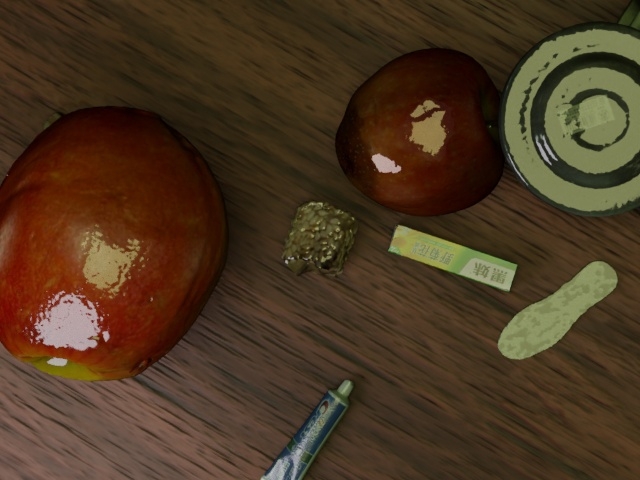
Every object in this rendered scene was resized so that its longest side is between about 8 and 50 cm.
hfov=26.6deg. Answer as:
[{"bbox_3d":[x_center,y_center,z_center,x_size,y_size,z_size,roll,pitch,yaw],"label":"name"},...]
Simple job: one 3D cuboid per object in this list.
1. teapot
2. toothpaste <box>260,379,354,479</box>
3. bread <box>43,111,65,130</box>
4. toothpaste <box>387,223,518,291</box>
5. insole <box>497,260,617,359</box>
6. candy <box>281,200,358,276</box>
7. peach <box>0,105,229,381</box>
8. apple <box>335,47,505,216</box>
[{"bbox_3d":[0.347,-0.198,1.755,0.239,0.239,0.322,2,96,3],"label":"teapot"},{"bbox_3d":[-0.012,0.276,1.894,0.057,0.035,0.197,36,95,19],"label":"toothpaste"},{"bbox_3d":[-0.349,-0.140,1.900,0.109,0.062,0.043,37,94,6],"label":"bread"},{"bbox_3d":[0.182,0.023,1.871,0.178,0.037,0.043,19,91,4],"label":"toothpaste"},{"bbox_3d":[0.328,0.098,1.876,0.193,0.006,0.065,-39,87,4],"label":"insole"},{"bbox_3d":[0.000,0.000,1.864,0.095,0.085,0.110,13,82,10],"label":"candy"},{"bbox_3d":[-0.283,0.001,1.783,0.289,0.372,0.373,23,93,-32],"label":"peach"},{"bbox_3d":[0.130,-0.140,1.786,0.229,0.230,0.230,0,91,5],"label":"apple"}]
